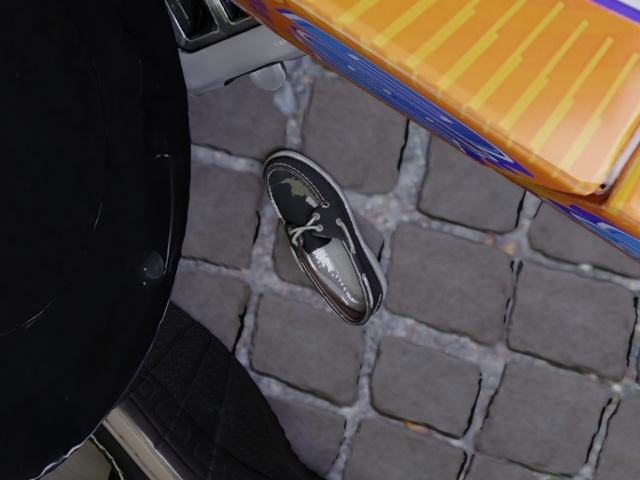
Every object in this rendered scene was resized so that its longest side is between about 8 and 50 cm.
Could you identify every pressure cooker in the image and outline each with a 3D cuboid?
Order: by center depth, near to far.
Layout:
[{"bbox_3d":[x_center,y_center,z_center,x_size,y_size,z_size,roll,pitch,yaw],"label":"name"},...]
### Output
[{"bbox_3d":[-0.324,-0.049,0.807,0.420,0.370,0.376,0,88,32],"label":"pressure cooker"}]

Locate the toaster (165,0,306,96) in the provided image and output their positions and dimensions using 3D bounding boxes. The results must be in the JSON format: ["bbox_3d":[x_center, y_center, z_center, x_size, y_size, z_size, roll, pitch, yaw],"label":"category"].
[{"bbox_3d":[-0.024,-0.188,0.853,0.168,0.110,0.186,-18,111,24],"label":"toaster"}]

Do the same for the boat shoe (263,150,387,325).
[{"bbox_3d":[0.000,0.000,0.990,0.046,0.038,0.125,-21,110,26],"label":"boat shoe"}]

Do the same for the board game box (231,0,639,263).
[{"bbox_3d":[0.176,-0.171,0.581,0.356,0.356,0.356,33,94,-2],"label":"board game box"}]

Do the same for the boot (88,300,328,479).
[{"bbox_3d":[-0.137,0.219,1.103,0.284,0.138,0.377,-33,109,30],"label":"boot"}]
